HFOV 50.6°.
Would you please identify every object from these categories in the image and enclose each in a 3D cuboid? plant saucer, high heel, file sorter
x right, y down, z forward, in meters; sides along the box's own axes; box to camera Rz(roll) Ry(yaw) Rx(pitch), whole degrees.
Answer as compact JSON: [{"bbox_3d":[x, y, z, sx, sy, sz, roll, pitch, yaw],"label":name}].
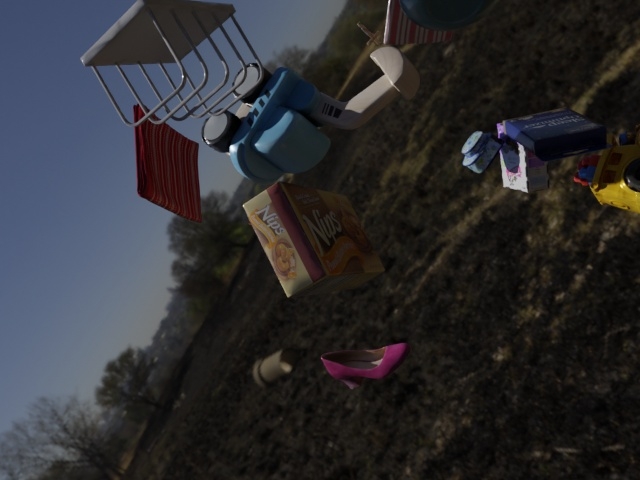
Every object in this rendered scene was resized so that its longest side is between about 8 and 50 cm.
[{"bbox_3d":[0.238,-0.440,1.213,0.195,0.195,0.037,129,146,-51],"label":"plant saucer"},{"bbox_3d":[0.110,0.285,1.669,0.244,0.117,0.082,-35,17,45],"label":"high heel"},{"bbox_3d":[-0.273,-0.342,1.326,0.193,0.173,0.278,-31,-1,31],"label":"file sorter"}]

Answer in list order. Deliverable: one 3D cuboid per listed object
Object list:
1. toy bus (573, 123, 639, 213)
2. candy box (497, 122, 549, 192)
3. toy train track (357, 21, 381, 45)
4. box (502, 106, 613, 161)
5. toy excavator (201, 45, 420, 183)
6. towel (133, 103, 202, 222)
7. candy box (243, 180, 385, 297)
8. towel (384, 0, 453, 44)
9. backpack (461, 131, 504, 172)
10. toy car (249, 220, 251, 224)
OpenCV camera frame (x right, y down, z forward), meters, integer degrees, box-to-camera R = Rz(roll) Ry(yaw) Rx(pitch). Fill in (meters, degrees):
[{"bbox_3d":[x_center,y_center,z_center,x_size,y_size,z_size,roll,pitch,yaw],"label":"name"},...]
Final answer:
[{"bbox_3d":[0.699,-0.180,1.552,0.212,0.149,0.220,17,83,39],"label":"toy bus"},{"bbox_3d":[0.586,-0.246,1.961,0.165,0.070,0.196,-137,37,-76],"label":"candy box"},{"bbox_3d":[0.131,-0.549,1.797,0.048,0.083,0.014,-46,-9,16],"label":"toy train track"},{"bbox_3d":[0.456,-0.210,1.314,0.225,0.137,0.036,-100,-2,-66],"label":"box"},{"bbox_3d":[-0.017,-0.310,1.697,0.445,0.222,0.432,32,89,40],"label":"toy excavator"},{"bbox_3d":[-0.318,-0.157,1.443,0.275,0.031,0.198,34,-131,-72],"label":"towel"},{"bbox_3d":[0.000,0.000,1.259,0.088,0.182,0.316,-32,-13,20],"label":"candy box"},{"bbox_3d":[0.258,-0.573,1.724,0.029,0.197,0.144,-115,23,-46],"label":"towel"},{"bbox_3d":[0.465,-0.262,1.987,0.114,0.084,0.105,-60,11,4],"label":"backpack"},{"bbox_3d":[-0.105,-0.055,1.485,0.040,0.122,0.060,82,-152,-49],"label":"toy car"}]
